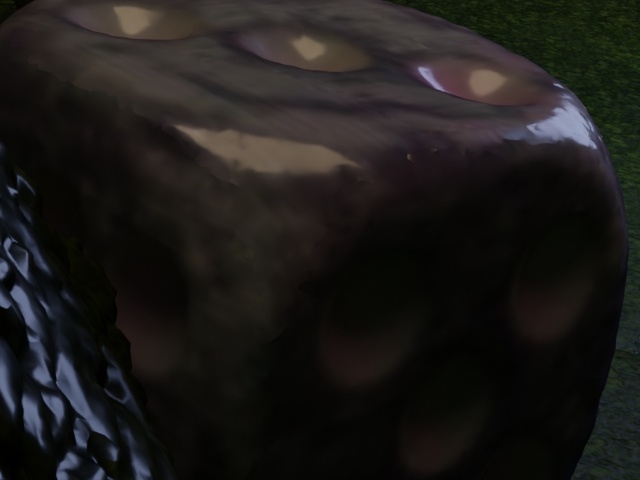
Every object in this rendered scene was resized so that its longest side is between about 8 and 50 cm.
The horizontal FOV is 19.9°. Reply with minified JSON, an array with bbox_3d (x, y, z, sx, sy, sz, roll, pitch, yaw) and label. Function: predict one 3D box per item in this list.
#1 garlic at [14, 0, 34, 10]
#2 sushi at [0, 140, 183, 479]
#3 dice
[{"bbox_3d":[-0.151,-0.294,1.646,0.245,0.253,0.245,14,15,-4],"label":"garlic"},{"bbox_3d":[-0.209,0.100,0.653,0.294,0.178,0.352,-36,42,5],"label":"sushi"},{"bbox_3d":[-0.031,0.029,0.910,0.271,0.270,0.270,-10,30,-41],"label":"dice"}]
